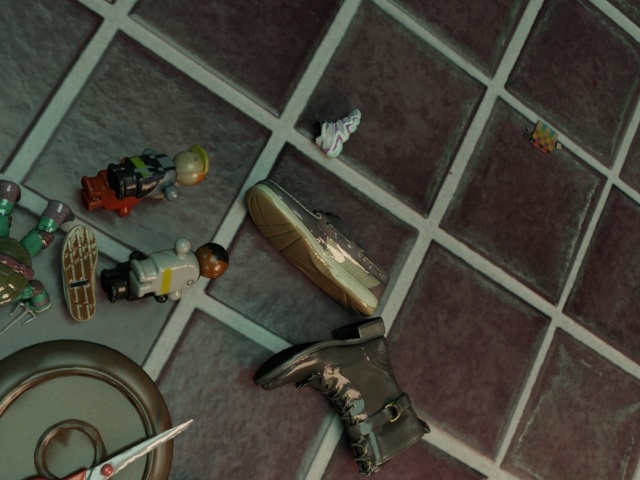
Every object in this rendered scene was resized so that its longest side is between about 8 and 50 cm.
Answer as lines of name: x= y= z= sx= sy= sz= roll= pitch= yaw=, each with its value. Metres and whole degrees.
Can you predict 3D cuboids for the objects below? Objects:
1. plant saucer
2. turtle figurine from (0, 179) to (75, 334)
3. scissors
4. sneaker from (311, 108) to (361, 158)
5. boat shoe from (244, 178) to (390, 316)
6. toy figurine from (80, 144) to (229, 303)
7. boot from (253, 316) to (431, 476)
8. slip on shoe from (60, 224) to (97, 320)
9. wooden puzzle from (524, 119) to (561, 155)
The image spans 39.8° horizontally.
plant saucer: x=-0.349 y=0.292 z=1.219 sx=0.310 sy=0.050 sz=0.311 roll=3 pitch=83 yaw=-24
turtle figurine: x=-0.427 y=0.041 z=1.182 sx=0.175 sy=0.118 sz=0.234 roll=33 pitch=61 yaw=-28
scissors: x=-0.311 y=0.313 z=1.195 sx=0.297 sy=0.021 sz=0.109 roll=-43 pitch=99 yaw=-21
sneaker: x=0.020 y=-0.191 z=1.450 sx=0.069 sy=0.038 sz=0.098 roll=37 pitch=70 yaw=-17
boat shoe: x=0.000 y=0.000 z=1.388 sx=0.285 sy=0.103 sz=0.092 roll=45 pitch=63 yaw=-17
toy figurine: x=-0.224 y=-0.021 z=1.227 sx=0.148 sy=0.209 sz=0.213 roll=-13 pitch=89 yaw=-31
boot: x=0.042 y=0.257 z=1.375 sx=0.263 sy=0.091 sz=0.229 roll=-18 pitch=90 yaw=-27
slip on shoe: x=-0.338 y=0.044 z=1.241 sx=0.051 sy=0.041 sz=0.135 roll=-7 pitch=102 yaw=-25
wooden puzzle: x=0.415 y=-0.191 z=1.645 sx=0.083 sy=0.006 sz=0.049 roll=33 pitch=71 yaw=-17
